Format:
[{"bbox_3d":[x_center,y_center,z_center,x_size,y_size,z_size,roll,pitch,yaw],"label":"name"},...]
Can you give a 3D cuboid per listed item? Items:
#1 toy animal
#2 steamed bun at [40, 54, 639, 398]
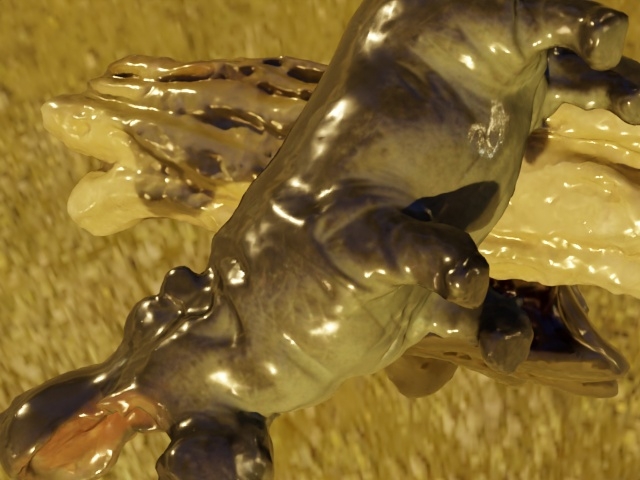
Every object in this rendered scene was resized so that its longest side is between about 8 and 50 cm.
[{"bbox_3d":[0.007,0.012,0.874,0.343,0.106,0.168,-47,53,-7],"label":"toy animal"},{"bbox_3d":[0.058,0.002,1.134,0.428,0.247,0.189,5,88,22],"label":"steamed bun"}]
